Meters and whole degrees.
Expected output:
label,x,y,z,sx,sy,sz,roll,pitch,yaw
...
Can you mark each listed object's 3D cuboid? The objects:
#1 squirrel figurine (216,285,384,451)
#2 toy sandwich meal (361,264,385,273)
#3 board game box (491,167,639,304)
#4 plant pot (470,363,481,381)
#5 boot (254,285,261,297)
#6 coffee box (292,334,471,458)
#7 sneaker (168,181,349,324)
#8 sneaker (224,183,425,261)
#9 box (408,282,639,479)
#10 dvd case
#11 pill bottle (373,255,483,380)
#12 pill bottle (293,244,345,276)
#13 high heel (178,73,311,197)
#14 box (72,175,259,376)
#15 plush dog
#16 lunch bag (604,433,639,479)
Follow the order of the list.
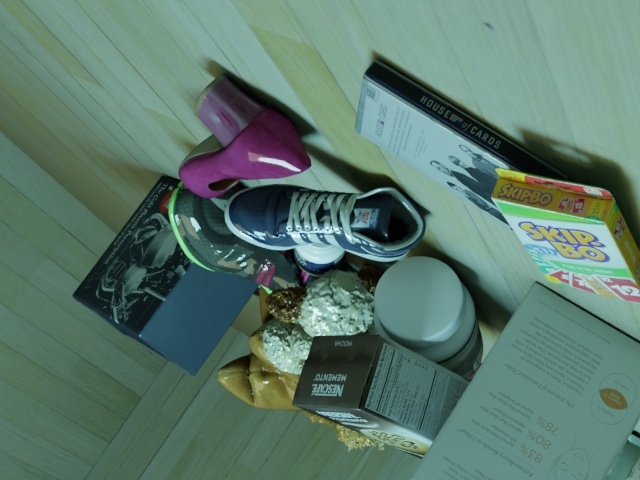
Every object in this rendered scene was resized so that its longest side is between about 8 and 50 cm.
label,x,y,z,sx,sy,sz,roll,pitch,yaw
squirrel figurine,0.032,0.269,2.335,0.397,0.281,0.370,47,143,-18
toy sandwich meal,0.106,0.077,1.975,0.086,0.029,0.085,32,168,8
board game box,0.274,-0.001,1.140,0.124,0.039,0.259,14,161,33
plant pot,0.204,0.275,2.166,0.188,0.167,0.187,25,164,42
boot,-0.184,0.071,2.597,0.236,0.085,0.178,26,165,6
coffee box,0.129,0.252,1.639,0.297,0.118,0.168,28,160,-30
sneaker,-0.072,0.024,2.004,0.483,0.185,0.202,36,150,-24
sneaker,0.011,-0.033,1.498,0.282,0.099,0.153,9,172,-10
box,0.294,0.270,1.479,0.215,0.345,0.168,32,168,14
dvd case,0.148,-0.099,1.188,0.239,0.029,0.179,33,168,6
pill bottle,0.174,0.138,1.720,0.161,0.161,0.283,29,167,22
pill bottle,0.000,0.000,1.804,0.094,0.094,0.169,33,168,7
high heel,-0.113,-0.101,1.610,0.181,0.127,0.377,43,166,6
box,-0.306,0.066,2.278,0.313,0.343,0.179,19,160,48
plush dog,0.029,0.151,1.846,0.210,0.263,0.225,-113,10,-53
lunch bag,0.436,0.414,1.920,0.287,0.235,0.169,30,166,15
